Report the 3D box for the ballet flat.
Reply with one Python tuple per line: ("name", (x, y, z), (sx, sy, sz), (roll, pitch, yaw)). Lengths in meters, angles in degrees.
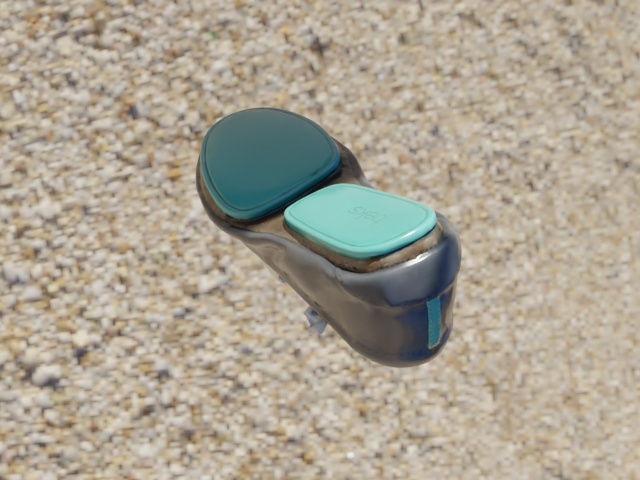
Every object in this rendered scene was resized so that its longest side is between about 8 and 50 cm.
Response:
("ballet flat", (0.000, 0.000, 0.589), (0.074, 0.203, 0.074), (-8, 111, -22))
